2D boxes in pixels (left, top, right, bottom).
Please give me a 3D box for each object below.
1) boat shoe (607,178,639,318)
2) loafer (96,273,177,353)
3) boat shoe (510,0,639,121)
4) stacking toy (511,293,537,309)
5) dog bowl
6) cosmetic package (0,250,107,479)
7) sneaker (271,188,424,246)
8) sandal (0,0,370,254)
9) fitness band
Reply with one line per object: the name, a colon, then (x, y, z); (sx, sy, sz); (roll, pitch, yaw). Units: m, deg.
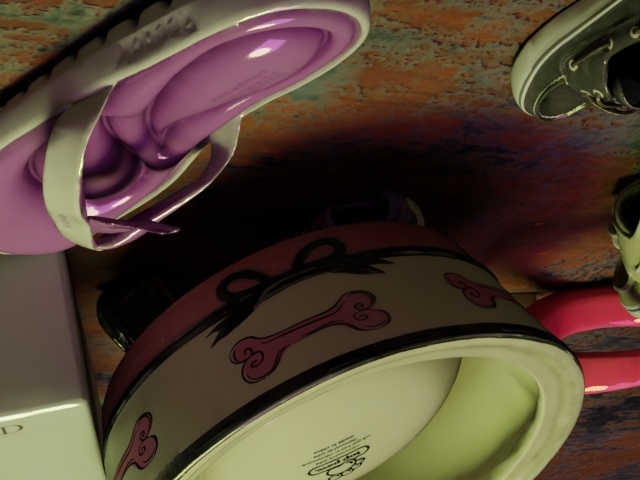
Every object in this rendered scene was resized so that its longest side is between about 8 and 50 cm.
boat shoe: (0.300, -0.021, 1.629); (0.094, 0.109, 0.302); (15, 154, -1)
loafer: (-0.118, 0.095, 1.634); (0.061, 0.062, 0.170); (-31, 124, 23)
boat shoe: (0.210, -0.127, 1.289); (0.080, 0.076, 0.228); (1, 156, -33)
stacking toy: (0.060, 0.143, 1.850); (0.280, 0.130, 0.309); (9, 151, -45)
dog bowl: (0.003, 0.146, 1.542); (0.408, 0.150, 0.408); (-20, 148, -13)
cosmetic package: (-0.305, 0.151, 1.609); (0.230, 0.161, 0.453); (-10, 159, -6)
sneaker: (0.000, 0.000, 1.553); (0.170, 0.068, 0.071); (-27, 143, 11)
sandal: (-0.123, -0.056, 1.243); (0.169, 0.102, 0.416); (3, 155, -36)
fitness band: (0.285, 0.094, 1.776); (0.209, 0.054, 0.291); (0, -168, 24)
